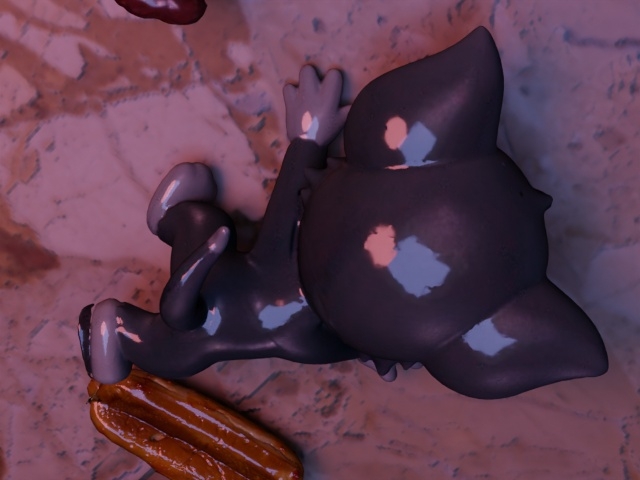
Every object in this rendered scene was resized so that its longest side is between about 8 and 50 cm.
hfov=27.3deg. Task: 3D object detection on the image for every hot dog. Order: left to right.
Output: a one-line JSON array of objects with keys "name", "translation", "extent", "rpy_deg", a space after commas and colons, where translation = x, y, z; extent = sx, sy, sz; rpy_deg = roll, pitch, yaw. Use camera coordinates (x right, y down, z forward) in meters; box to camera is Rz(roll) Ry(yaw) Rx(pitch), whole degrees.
[{"name": "hot dog", "translation": [-0.077, 0.120, 0.796], "extent": [0.144, 0.038, 0.062], "rpy_deg": [29, 112, -3]}]

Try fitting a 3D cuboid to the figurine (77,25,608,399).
[{"name": "figurine", "translation": [-0.004, 0.001, 0.699], "extent": [0.265, 0.140, 0.193], "rpy_deg": [-11, 92, -6]}]

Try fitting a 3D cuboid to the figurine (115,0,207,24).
[{"name": "figurine", "translation": [-0.007, -0.203, 0.636], "extent": [0.234, 0.127, 0.185], "rpy_deg": [-6, 114, -3]}]
